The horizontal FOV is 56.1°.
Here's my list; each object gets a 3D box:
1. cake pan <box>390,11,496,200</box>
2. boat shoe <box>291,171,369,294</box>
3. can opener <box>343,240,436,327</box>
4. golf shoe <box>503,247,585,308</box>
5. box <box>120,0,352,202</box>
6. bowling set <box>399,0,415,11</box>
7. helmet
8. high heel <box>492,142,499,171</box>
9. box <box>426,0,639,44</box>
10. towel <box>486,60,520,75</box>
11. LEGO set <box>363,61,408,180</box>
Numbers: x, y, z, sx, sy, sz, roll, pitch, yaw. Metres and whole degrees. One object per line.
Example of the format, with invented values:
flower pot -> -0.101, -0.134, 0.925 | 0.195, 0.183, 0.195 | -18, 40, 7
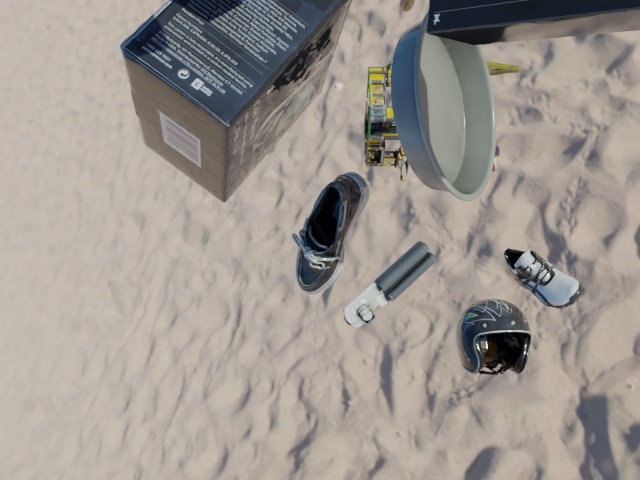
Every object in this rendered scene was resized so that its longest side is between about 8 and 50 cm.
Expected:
cake pan -> 0.192, -0.203, 0.914 | 0.054, 0.293, 0.293 | -4, 59, 36
boat shoe -> 0.003, 0.002, 1.235 | 0.113, 0.105, 0.306 | 41, 128, 16
can opener -> 0.164, 0.108, 1.507 | 0.280, 0.074, 0.093 | -40, 27, -1
golf shoe -> 0.441, 0.072, 1.216 | 0.077, 0.094, 0.198 | -49, 25, -3
box -> -0.201, -0.418, 1.497 | 0.472, 0.297, 0.480 | -54, -2, -19
bowling set -> 0.333, -0.782, 1.688 | 0.287, 0.154, 0.200 | -17, 78, -9
helmet -> 0.380, 0.207, 1.326 | 0.169, 0.169, 0.162 | 15, 104, 48
high heel -> 0.463, -0.246, 1.779 | 0.117, 0.244, 0.082 | -2, 92, 12
box -> 0.237, -0.290, 0.557 | 0.261, 0.103, 0.184 | 12, 102, 44
towel -> 0.470, -0.487, 1.707 | 0.102, 0.237, 0.021 | 2, 100, 42
LEGO set -> 0.237, -0.367, 1.832 | 0.192, 0.331, 0.255 | 0, 52, 1
